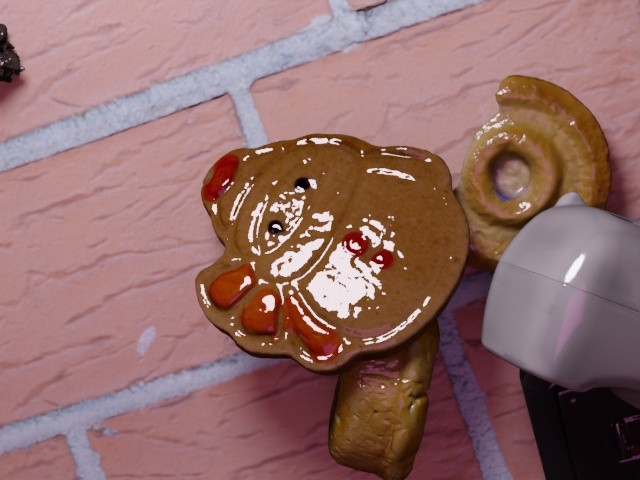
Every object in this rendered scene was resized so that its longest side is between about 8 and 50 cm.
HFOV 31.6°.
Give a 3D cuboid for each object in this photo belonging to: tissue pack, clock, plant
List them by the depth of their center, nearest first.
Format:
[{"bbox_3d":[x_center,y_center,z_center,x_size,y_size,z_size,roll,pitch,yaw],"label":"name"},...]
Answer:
[{"bbox_3d":[0.394,0.089,1.447,0.333,0.229,0.236,20,93,-20],"label":"tissue pack"},{"bbox_3d":[-0.477,-0.288,1.543,0.085,0.087,0.174,-37,104,-21],"label":"plant"},{"bbox_3d":[0.447,0.271,1.626,0.273,0.049,0.278,-15,101,5],"label":"clock"}]

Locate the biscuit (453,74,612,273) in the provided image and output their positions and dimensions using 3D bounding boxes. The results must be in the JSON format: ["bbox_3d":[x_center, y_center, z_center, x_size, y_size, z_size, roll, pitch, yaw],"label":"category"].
[{"bbox_3d":[0.288,-0.078,1.540,0.213,0.091,0.274,18,100,1],"label":"biscuit"}]

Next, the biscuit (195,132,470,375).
[{"bbox_3d":[0.000,0.000,1.501,0.381,0.074,0.359,28,71,17],"label":"biscuit"}]

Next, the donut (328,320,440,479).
[{"bbox_3d":[0.086,0.196,1.548,0.128,0.208,0.261,9,97,1],"label":"donut"}]
